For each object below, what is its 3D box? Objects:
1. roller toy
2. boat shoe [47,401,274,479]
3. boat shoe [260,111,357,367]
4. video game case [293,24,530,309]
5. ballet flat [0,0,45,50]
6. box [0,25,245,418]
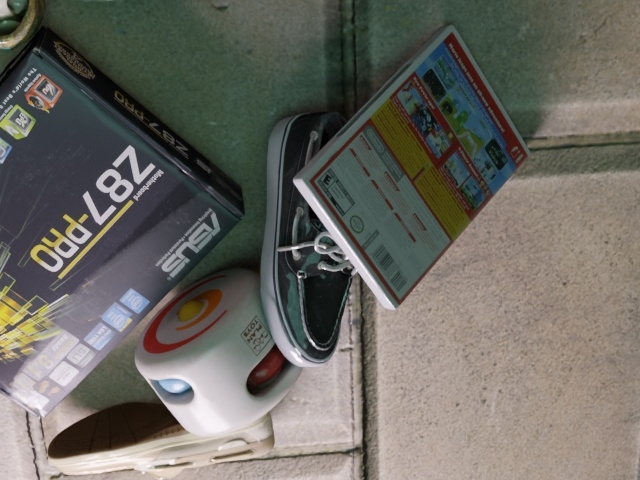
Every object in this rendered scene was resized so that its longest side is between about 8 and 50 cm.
[{"bbox_3d":[-0.125,0.132,1.419,0.209,0.191,0.146,-30,114,9],"label":"roller toy"},{"bbox_3d":[-0.212,0.277,1.531,0.302,0.109,0.098,-12,115,-6],"label":"boat shoe"},{"bbox_3d":[0.003,0.000,1.352,0.113,0.105,0.307,6,86,-40],"label":"boat shoe"},{"bbox_3d":[0.116,-0.088,1.341,0.285,0.025,0.204,-47,116,-22],"label":"video game case"},{"bbox_3d":[-0.379,-0.366,1.200,0.123,0.123,0.349,-13,116,1],"label":"ballet flat"},{"bbox_3d":[-0.339,-0.010,1.385,0.395,0.097,0.318,-43,115,14],"label":"box"}]
